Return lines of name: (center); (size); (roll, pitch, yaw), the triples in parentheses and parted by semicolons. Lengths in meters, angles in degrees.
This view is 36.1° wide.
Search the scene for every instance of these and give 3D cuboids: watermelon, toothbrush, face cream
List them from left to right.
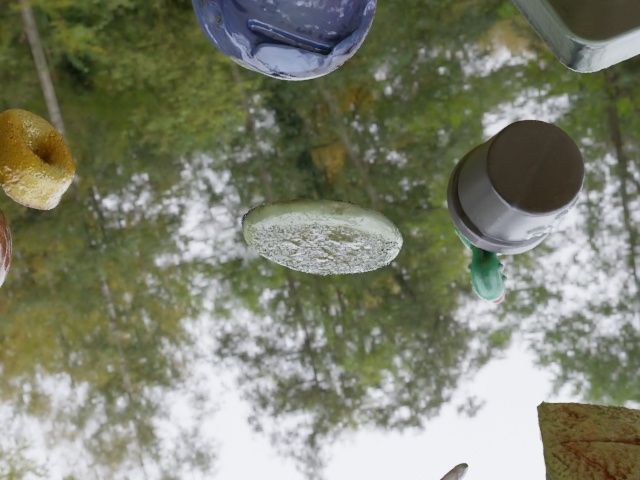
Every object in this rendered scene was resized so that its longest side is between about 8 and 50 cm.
face cream: (-0.058, -0.374, 1.482); (0.249, 0.249, 0.225); (-16, -161, -14)
toothbrush: (0.154, 0.419, 1.516); (0.029, 0.307, 0.025); (-4, -127, -33)
watermelon: (0.301, 0.302, 1.059); (0.201, 0.262, 0.213); (29, -151, -9)

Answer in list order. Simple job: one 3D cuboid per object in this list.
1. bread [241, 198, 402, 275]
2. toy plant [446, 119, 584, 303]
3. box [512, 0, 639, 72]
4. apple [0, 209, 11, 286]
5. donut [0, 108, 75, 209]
bread: (0.000, 0.000, 1.601); (0.267, 0.040, 0.267); (5, 157, 2)
toy plant: (0.294, -0.053, 1.590); (0.185, 0.280, 0.400); (-8, 168, -5)
box: (0.477, -0.485, 1.588); (0.396, 0.397, 0.111); (-24, 154, -11)
apple: (-0.493, 0.010, 1.248); (0.188, 0.188, 0.174); (-25, -166, -39)
donut: (-0.512, -0.152, 1.743); (0.074, 0.190, 0.174); (-35, 150, 26)
